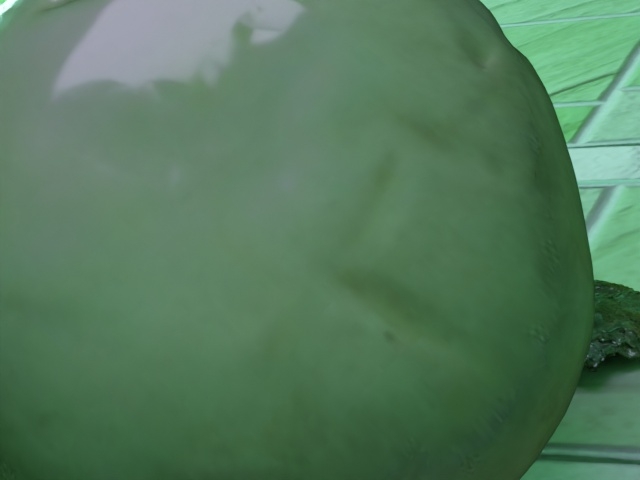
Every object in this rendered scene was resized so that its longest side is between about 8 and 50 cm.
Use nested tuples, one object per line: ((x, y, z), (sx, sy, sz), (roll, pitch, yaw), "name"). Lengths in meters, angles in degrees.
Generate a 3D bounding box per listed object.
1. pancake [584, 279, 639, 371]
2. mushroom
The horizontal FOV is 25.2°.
((0.126, 0.049, 0.797), (0.129, 0.023, 0.116), (-9, 19, 10), "pancake")
((-0.018, -0.011, 0.663), (0.315, 0.315, 0.356), (1, 28, 31), "mushroom")
